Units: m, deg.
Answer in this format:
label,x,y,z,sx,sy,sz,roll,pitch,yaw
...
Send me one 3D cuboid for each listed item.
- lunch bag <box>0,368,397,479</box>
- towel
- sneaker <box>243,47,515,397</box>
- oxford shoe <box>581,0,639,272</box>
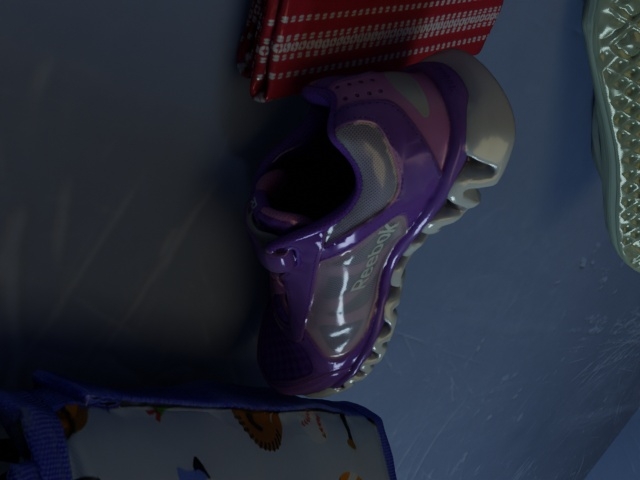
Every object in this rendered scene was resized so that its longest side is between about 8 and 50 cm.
label,x,y,z,sx,sy,sz,roll,pitch,yaw
lunch bag,-0.110,0.268,0.431,0.328,0.239,0.385,22,89,-57
towel,0.060,-0.202,0.338,0.199,0.031,0.274,-22,140,-41
sneaker,0.000,0.000,0.410,0.105,0.095,0.236,-4,136,-35
oxford shoe,0.289,-0.155,0.594,0.449,0.169,0.130,72,21,-45
